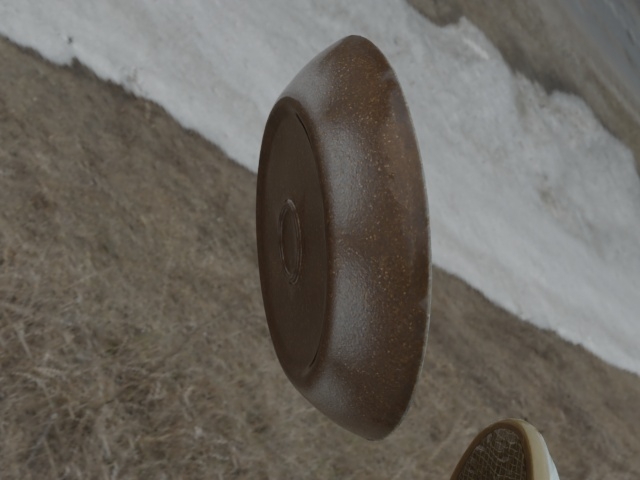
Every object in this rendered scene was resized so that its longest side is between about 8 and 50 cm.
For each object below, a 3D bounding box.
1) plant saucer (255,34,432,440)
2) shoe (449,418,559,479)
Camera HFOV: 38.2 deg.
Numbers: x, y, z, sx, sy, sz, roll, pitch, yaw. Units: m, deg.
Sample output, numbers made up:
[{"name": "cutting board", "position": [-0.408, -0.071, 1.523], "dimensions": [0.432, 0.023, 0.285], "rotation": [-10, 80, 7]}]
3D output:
[{"name": "plant saucer", "position": [0.000, 0.000, 0.454], "dimensions": [0.036, 0.198, 0.198], "rotation": [-3, 65, -16]}, {"name": "shoe", "position": [0.105, 0.213, 0.527], "dimensions": [0.058, 0.077, 0.219], "rotation": [22, 70, -37]}]
